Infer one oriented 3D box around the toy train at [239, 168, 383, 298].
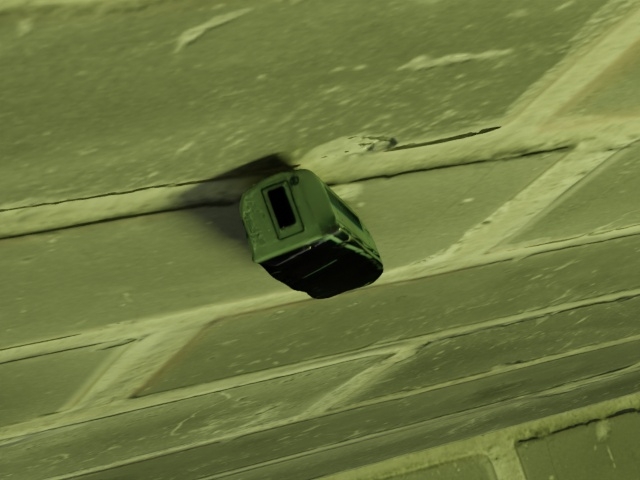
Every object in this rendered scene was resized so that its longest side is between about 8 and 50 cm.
[{"bbox_3d":[0.000,0.001,0.941,0.055,0.048,0.252,-25,170,5],"label":"toy train"}]
